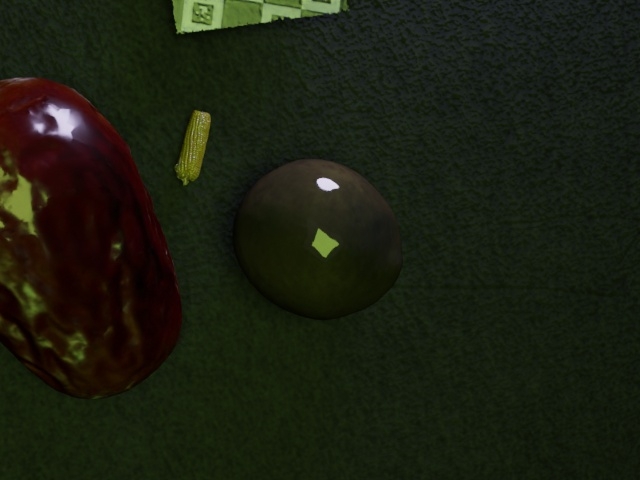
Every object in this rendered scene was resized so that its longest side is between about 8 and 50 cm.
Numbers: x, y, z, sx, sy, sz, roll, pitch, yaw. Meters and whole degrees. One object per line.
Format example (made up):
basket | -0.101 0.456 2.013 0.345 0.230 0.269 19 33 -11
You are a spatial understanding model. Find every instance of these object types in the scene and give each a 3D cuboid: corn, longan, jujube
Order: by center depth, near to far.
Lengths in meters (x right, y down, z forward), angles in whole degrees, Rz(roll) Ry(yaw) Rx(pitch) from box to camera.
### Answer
jujube | -0.263 0.001 1.162 0.223 0.223 0.318 -31 109 -12
longan | 0.000 0.000 1.260 0.187 0.167 0.167 23 86 -36
corn | -0.139 -0.100 1.281 0.028 0.027 0.083 14 87 -13

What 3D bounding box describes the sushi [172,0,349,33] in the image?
sushi | -0.086 -0.370 1.274 0.192 0.043 0.279 -10 95 -15
